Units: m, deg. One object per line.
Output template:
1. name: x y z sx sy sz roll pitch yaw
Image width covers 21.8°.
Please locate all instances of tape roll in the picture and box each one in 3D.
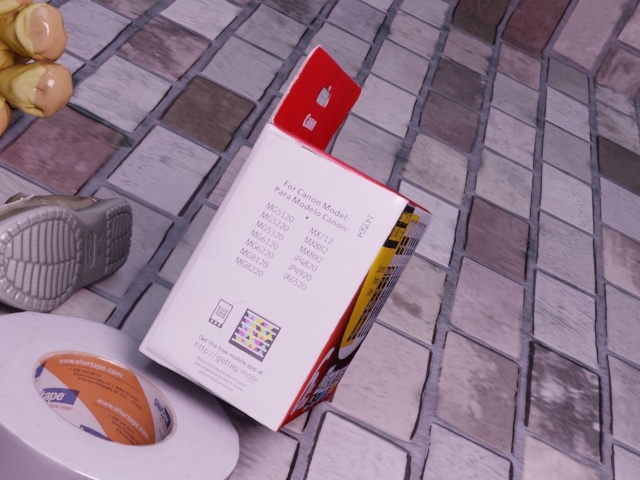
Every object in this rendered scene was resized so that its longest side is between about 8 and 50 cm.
1. tape roll: -0.173 0.144 1.232 0.219 0.072 0.219 24 22 -10

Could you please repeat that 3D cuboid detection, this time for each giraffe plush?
1. giraffe plush: -0.350 -0.196 1.724 0.210 0.181 0.170 -6 9 7

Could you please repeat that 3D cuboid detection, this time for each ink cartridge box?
1. ink cartridge box: 0.000 0.000 1.380 0.130 0.272 0.309 30 3 7

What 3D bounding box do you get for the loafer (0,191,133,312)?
1. loafer: -0.250 0.006 1.457 0.087 0.094 0.251 7 6 17
